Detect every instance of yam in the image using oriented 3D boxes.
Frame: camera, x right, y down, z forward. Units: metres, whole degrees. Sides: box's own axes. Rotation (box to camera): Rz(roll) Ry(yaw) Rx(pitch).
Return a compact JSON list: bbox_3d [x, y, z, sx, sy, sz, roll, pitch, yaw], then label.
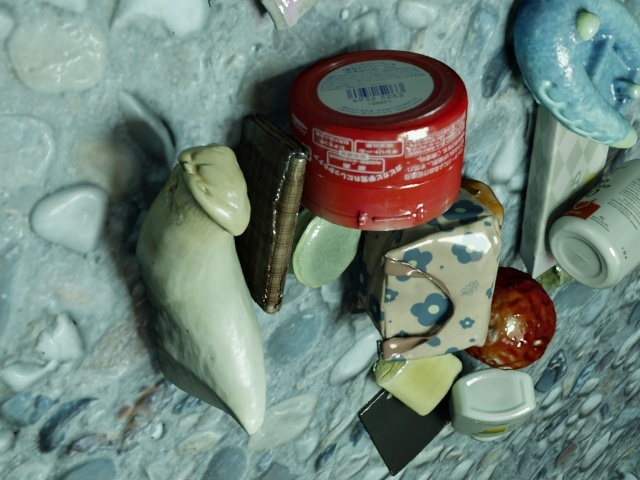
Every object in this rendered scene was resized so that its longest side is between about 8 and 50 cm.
[{"bbox_3d":[0.556,0.009,1.740,0.259,0.093,0.093,-33,138,-24],"label":"yam"}]

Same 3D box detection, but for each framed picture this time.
[{"bbox_3d":[0.205,0.350,1.712,0.244,0.013,0.324,-42,141,-14],"label":"framed picture"}]

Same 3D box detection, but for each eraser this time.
[{"bbox_3d":[0.464,-0.132,1.537,0.213,0.082,0.397,-30,137,-26],"label":"eraser"}]

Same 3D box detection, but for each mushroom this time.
[{"bbox_3d":[-0.141,0.048,0.990,0.126,0.177,0.397,-35,138,-32],"label":"mushroom"}]

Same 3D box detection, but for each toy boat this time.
[{"bbox_3d":[0.444,-0.282,1.289,0.330,0.123,0.215,33,80,-33],"label":"toy boat"}]

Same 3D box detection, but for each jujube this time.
[{"bbox_3d":[0.359,0.149,1.566,0.197,0.197,0.290,-63,157,13],"label":"jujube"}]

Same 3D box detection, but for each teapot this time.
[{"bbox_3d":[0.262,-0.039,1.383,0.116,0.116,0.173,-41,142,-15],"label":"teapot"}]

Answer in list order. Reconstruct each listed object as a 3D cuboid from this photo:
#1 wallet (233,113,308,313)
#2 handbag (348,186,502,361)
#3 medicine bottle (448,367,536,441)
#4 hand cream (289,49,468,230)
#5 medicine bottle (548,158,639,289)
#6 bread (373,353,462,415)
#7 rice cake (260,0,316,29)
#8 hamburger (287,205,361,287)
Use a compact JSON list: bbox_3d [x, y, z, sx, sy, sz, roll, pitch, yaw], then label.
[{"bbox_3d":[-0.071,-0.032,1.032,0.042,0.124,0.230,-12,127,-31],"label":"wallet"},{"bbox_3d":[0.155,0.052,1.283,0.193,0.190,0.252,-12,125,-19],"label":"handbag"},{"bbox_3d":[0.347,0.344,1.687,0.161,0.111,0.296,-5,159,3],"label":"medicine bottle"},{"bbox_3d":[0.071,-0.131,1.021,0.230,0.230,0.149,-29,136,-27],"label":"hand cream"},{"bbox_3d":[0.571,-0.049,1.518,0.288,0.157,0.157,-37,140,-21],"label":"medicine bottle"},{"bbox_3d":[0.187,0.248,1.558,0.139,0.060,0.178,-50,134,-5],"label":"bread"},{"bbox_3d":[0.031,-0.375,0.927,0.298,0.050,0.106,-46,143,-8],"label":"rice cake"},{"bbox_3d":[0.000,0.000,1.183,0.133,0.062,0.140,-23,132,-38],"label":"hamburger"}]
